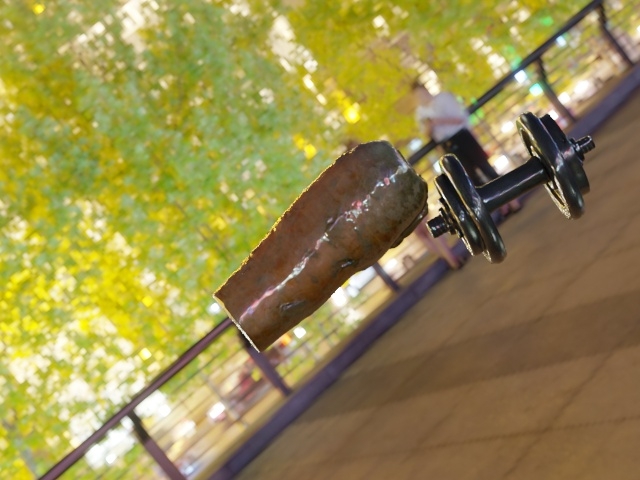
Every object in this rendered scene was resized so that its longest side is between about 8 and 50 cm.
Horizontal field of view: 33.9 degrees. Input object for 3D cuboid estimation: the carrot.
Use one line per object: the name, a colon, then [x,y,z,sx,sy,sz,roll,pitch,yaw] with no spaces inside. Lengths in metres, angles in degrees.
carrot: [0.000,0.000,1.317,0.302,0.139,0.139,-39,4,-3]

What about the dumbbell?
dumbbell: [0.299,-0.083,1.646,0.290,0.192,0.192,-29,5,4]
